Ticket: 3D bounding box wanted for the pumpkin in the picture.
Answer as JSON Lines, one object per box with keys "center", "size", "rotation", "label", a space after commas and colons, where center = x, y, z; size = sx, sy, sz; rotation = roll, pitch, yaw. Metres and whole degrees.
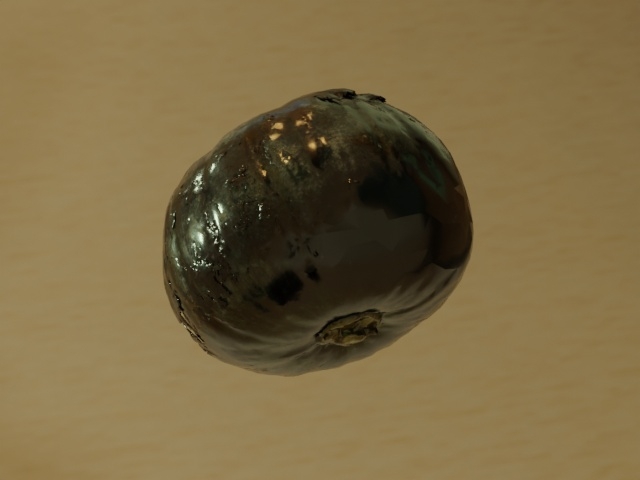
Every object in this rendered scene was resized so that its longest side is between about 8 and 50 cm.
{"center": [0.000, 0.000, 1.322], "size": [0.233, 0.233, 0.163], "rotation": [106, 144, -58], "label": "pumpkin"}
